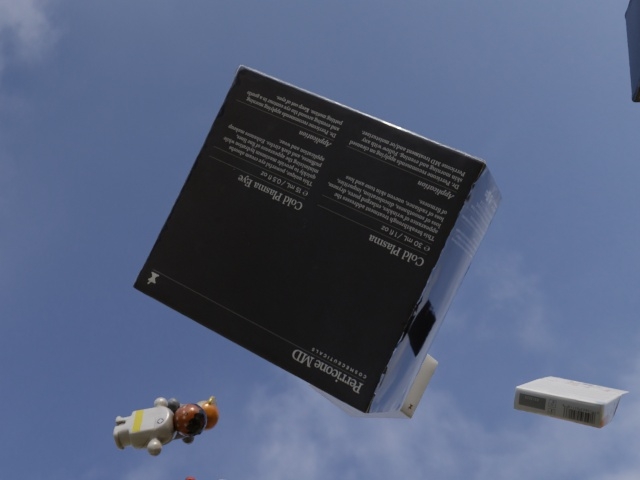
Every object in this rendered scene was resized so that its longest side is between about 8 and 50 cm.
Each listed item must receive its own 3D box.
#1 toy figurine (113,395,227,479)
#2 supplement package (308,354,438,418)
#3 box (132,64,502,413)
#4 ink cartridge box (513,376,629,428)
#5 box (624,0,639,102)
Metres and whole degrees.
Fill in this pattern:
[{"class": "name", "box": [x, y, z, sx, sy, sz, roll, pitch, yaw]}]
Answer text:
[{"class": "toy figurine", "box": [-0.212, 0.343, 1.262, 0.148, 0.213, 0.209, -10, -103, 2]}, {"class": "supplement package", "box": [0.081, 0.214, 1.320, 0.105, 0.179, 0.105, 40, -116, -17]}, {"class": "box", "box": [0.000, 0.000, 1.039, 0.312, 0.343, 0.179, -63, -21, -2]}, {"class": "ink cartridge box", "box": [0.422, 0.267, 1.381, 0.179, 0.146, 0.045, 8, -91, -56]}, {"class": "box", "box": [0.624, -0.314, 1.285, 0.262, 0.184, 0.103, 2, -29, 7]}]
